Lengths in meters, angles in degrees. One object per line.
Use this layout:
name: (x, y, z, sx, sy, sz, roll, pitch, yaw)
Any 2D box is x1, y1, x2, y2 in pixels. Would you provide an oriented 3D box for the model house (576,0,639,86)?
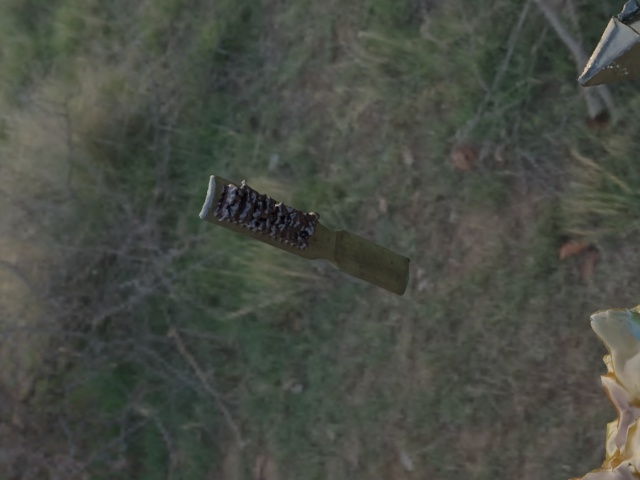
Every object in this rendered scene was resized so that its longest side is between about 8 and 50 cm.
model house: (0.327, -0.224, 1.022, 0.248, 0.176, 0.181, -36, 41, 2)

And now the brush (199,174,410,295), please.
brush: (0.000, 0.000, 1.023, 0.036, 0.248, 0.043, 4, 75, 49)

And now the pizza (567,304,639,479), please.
pizza: (0.158, 0.097, 0.321, 0.289, 0.229, 0.081, -48, 1, -19)
